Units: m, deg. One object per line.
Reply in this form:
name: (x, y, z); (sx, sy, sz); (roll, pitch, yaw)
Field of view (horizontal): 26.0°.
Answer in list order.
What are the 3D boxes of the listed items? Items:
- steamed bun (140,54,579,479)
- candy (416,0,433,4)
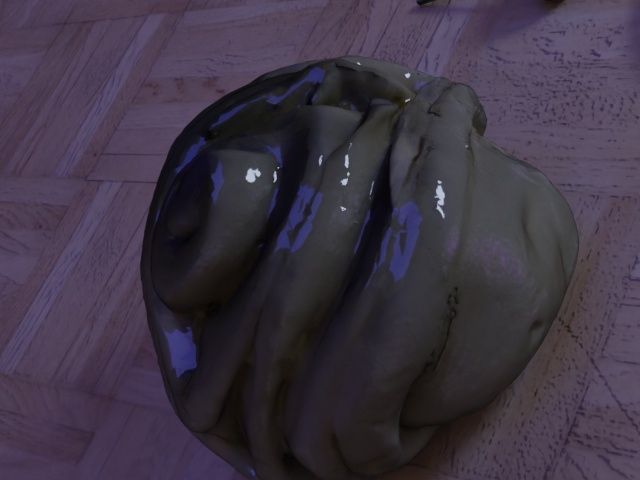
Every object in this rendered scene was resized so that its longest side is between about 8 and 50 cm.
steamed bun: (0.000, 0.000, 1.077); (0.339, 0.247, 0.352); (-37, 34, 9)
candy: (0.163, -0.245, 1.317); (0.202, 0.061, 0.061); (-6, 52, 49)
